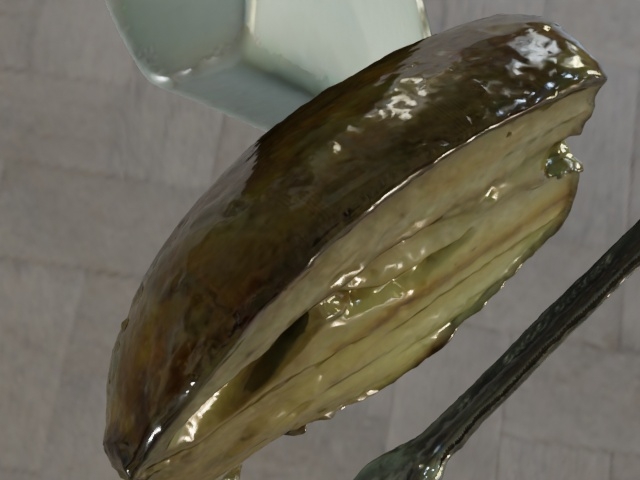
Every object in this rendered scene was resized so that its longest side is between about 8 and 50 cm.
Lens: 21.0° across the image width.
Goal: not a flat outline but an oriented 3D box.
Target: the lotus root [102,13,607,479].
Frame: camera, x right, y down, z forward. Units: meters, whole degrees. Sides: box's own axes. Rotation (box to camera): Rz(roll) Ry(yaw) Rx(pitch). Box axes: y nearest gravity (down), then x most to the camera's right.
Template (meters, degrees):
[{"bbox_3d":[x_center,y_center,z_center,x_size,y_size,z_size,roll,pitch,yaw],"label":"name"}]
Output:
[{"bbox_3d":[-0.003,-0.002,0.910,0.314,0.210,0.142,-37,62,-11],"label":"lotus root"}]

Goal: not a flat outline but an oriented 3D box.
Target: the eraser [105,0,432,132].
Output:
[{"bbox_3d":[-0.027,-0.155,1.029,0.104,0.290,0.189,-12,79,20],"label":"eraser"}]

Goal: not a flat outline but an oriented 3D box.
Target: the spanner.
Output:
[{"bbox_3d":[0.100,0.030,0.696,0.254,0.054,0.015,-45,107,2],"label":"spanner"}]
